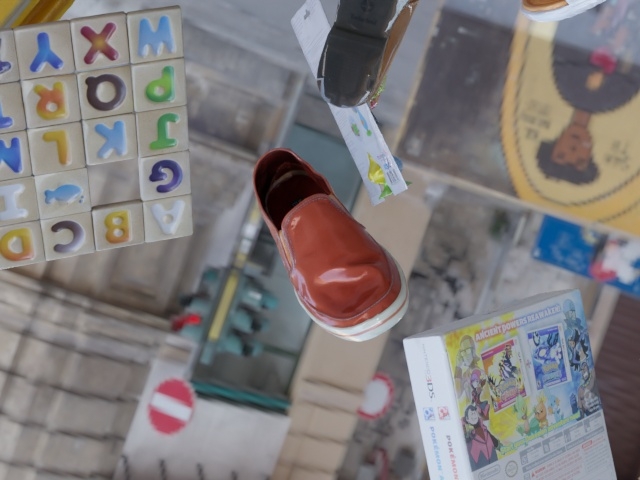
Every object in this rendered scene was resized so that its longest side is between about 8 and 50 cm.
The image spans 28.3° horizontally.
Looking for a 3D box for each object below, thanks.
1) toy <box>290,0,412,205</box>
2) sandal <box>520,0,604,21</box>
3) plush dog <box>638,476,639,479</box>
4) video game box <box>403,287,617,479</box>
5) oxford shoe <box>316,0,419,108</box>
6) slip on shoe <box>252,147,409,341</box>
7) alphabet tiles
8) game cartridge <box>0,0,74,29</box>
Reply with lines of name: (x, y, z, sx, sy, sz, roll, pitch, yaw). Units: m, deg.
toy: (0.046, -0.162, 1.420, 0.056, 0.237, 0.137, -21, 179, -14)
sandal: (0.296, -0.300, 1.194, 0.265, 0.102, 0.076, -25, 125, 28)
plush dog: (0.405, 0.196, 1.103, 0.211, 0.225, 0.262, 36, 163, -29)
video game box: (0.158, 0.147, 1.022, 0.048, 0.187, 0.205, -7, -177, 42)
oxford shoe: (0.057, -0.224, 1.174, 0.076, 0.212, 0.076, 27, -169, 12)
slip on shoe: (0.000, 0.000, 1.507, 0.101, 0.123, 0.331, 55, -178, -43)
alphabet tiles: (-0.212, -0.065, 0.928, 0.237, 0.198, 0.009, -11, -143, -16)
game cartridge: (-0.317, -0.308, 1.212, 0.324, 0.285, 0.052, 29, 167, 39)
